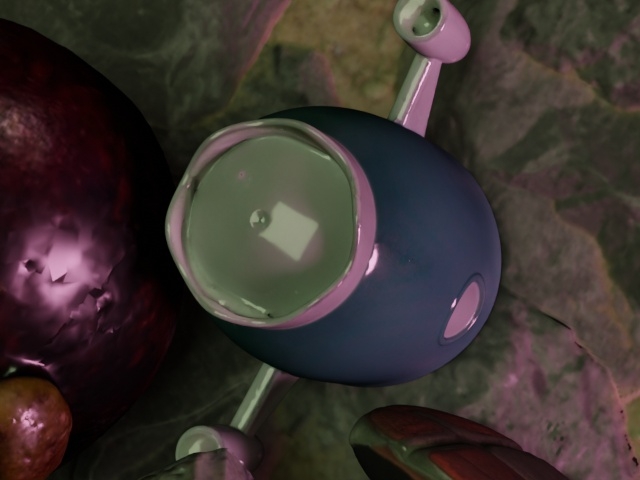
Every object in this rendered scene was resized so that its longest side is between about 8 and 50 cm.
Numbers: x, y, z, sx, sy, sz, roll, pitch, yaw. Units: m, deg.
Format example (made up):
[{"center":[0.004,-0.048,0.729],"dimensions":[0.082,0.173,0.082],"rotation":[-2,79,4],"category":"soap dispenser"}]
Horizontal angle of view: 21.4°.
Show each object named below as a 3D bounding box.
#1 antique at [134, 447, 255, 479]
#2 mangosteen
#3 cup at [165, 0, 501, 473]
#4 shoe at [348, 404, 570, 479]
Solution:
[{"center":[-0.047,0.203,0.919],"dimensions":[0.088,0.183,0.086],"rotation":[-27,30,17],"category":"antique"},{"center":[-0.229,0.019,0.951],"dimensions":[0.297,0.293,0.297],"rotation":[15,120,27],"category":"mangosteen"},{"center":[0.000,0.000,0.936],"dimensions":[0.167,0.173,0.300],"rotation":[27,93,20],"category":"cup"},{"center":[0.107,0.216,0.908],"dimensions":[0.137,0.114,0.291],"rotation":[-45,68,21],"category":"shoe"}]
